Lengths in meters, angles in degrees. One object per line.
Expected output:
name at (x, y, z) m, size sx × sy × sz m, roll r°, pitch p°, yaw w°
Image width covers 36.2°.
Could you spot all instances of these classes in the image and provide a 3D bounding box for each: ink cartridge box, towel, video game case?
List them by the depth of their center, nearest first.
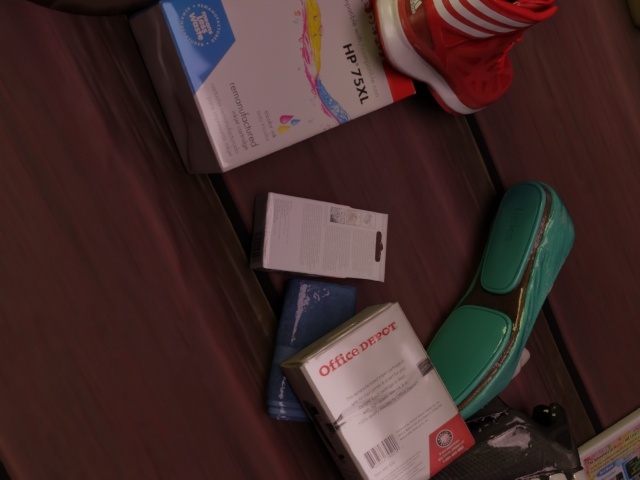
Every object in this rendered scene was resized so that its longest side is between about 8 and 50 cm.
ink cartridge box at (-0.016, -0.154, 0.781) m, size 0.231 × 0.078 × 0.134 m, roll -26°, pitch 103°, yaw -25°
ink cartridge box at (0.045, 0.131, 0.788) m, size 0.099 × 0.056 × 0.135 m, roll -31°, pitch 95°, yaw -22°
ink cartridge box at (0.000, 0.000, 0.818) m, size 0.115 × 0.029 × 0.062 m, roll 9°, pitch 81°, yaw -28°
towel at (-0.009, 0.092, 0.819) m, size 0.067 × 0.029 × 0.119 m, roll 12°, pitch 87°, yaw -26°
video game case at (0.335, 0.247, 1.007) m, size 0.157 × 0.019 × 0.143 m, roll -25°, pitch 102°, yaw -24°

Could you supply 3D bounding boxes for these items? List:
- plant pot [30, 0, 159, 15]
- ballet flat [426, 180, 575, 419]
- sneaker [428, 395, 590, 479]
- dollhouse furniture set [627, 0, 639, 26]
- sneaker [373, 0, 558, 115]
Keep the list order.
plant pot at (-0.118, -0.294, 0.616) m, size 0.257 × 0.274 × 0.256 m, roll -1°, pitch 92°, yaw -27°
ballet flat at (0.168, 0.068, 0.884) m, size 0.087 × 0.083 × 0.247 m, roll 33°, pitch 78°, yaw -39°
sneaker at (0.133, 0.192, 0.873) m, size 0.234 × 0.078 × 0.106 m, roll -3°, pitch 81°, yaw -23°
dollhouse furniture set at (0.527, -0.153, 1.009) m, size 0.303 × 0.174 × 0.355 m, roll -29°, pitch 104°, yaw -24°
sneaker at (0.146, -0.162, 0.793) m, size 0.221 × 0.128 × 0.087 m, roll -1°, pitch 80°, yaw -60°
